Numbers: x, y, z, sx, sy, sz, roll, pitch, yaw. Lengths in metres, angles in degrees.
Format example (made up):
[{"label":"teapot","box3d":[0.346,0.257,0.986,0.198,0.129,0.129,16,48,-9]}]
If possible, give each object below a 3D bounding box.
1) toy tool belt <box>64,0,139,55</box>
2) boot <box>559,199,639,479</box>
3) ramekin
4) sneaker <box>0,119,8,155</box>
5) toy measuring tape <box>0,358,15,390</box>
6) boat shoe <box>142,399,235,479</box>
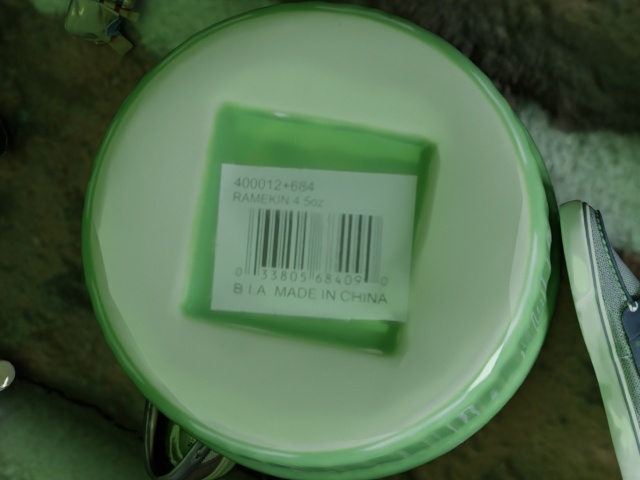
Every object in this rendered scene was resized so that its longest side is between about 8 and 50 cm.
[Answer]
[{"label":"toy tool belt","box3d":[-0.144,-0.175,1.093,0.051,0.052,0.083,19,106,-15]},{"label":"boot","box3d":[0.211,0.058,0.983,0.086,0.069,0.190,-15,98,12]},{"label":"ramekin","box3d":[0.000,0.000,0.958,0.303,0.148,0.303,0,84,5]},{"label":"sneaker","box3d":[-0.315,-0.094,1.152,0.170,0.051,0.089,-7,88,16]},{"label":"toy measuring tape","box3d":[-0.257,0.256,1.149,0.121,0.121,0.330,17,82,17]},{"label":"boat shoe","box3d":[-0.071,0.066,1.070,0.080,0.073,0.224,18,100,17]}]
